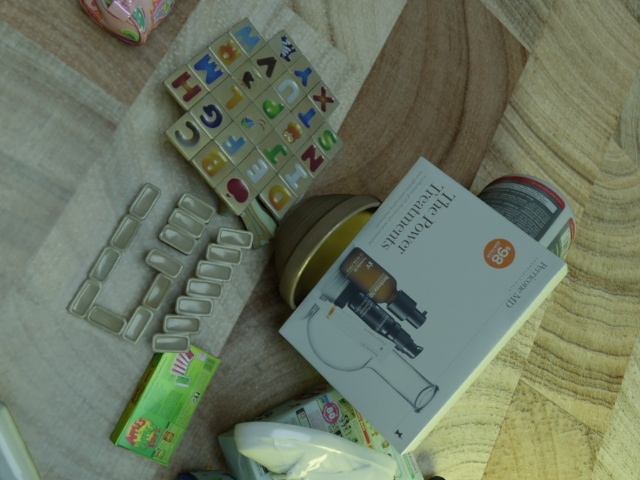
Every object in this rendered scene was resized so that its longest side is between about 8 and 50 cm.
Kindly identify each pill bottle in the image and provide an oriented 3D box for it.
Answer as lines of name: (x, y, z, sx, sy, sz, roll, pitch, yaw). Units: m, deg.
pill bottle: (0.319, 0.043, 1.223, 0.363, 0.210, 0.210, -40, 108, -36)

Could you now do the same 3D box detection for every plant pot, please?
plant pot: (0.000, 0.000, 1.101, 0.237, 0.237, 0.110, -36, 66, -26)

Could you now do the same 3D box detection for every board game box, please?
board game box: (0.009, 0.370, 1.085, 0.303, 0.097, 0.224, -18, 87, -37)
board game box: (-0.244, 0.249, 1.018, 0.092, 0.043, 0.181, 33, 72, -24)

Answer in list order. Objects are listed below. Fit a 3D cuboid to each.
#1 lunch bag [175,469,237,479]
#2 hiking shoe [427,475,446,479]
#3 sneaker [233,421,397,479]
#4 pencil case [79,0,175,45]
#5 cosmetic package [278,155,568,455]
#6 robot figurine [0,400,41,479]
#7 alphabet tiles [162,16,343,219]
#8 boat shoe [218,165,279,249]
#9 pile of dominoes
lunch bag: (-0.176, 0.469, 0.976, 0.090, 0.176, 0.219, 6, 83, -25)
hiking shoe: (0.228, 0.576, 1.237, 0.086, 0.114, 0.227, 18, 79, -29)
sneaker: (-0.009, 0.375, 0.945, 0.292, 0.108, 0.169, 27, 58, -27)
pencil case: (-0.248, -0.440, 0.998, 0.124, 0.124, 0.284, 39, 71, -23)
cosmetic package: (0.156, 0.100, 1.030, 0.377, 0.284, 0.097, -52, 158, 6)
robot figurine: (-0.492, 0.288, 0.782, 0.300, 0.200, 0.353, -16, 98, 11)
alphabet tiles: (-0.099, -0.210, 1.089, 0.285, 0.011, 0.342, 51, 52, -18)
boat shoe: (-0.143, -0.066, 1.080, 0.072, 0.068, 0.190, -37, 105, -9)
pile of dominoes: (-0.245, 0.048, 1.022, 0.196, 0.040, 0.251, 31, 77, -9)
